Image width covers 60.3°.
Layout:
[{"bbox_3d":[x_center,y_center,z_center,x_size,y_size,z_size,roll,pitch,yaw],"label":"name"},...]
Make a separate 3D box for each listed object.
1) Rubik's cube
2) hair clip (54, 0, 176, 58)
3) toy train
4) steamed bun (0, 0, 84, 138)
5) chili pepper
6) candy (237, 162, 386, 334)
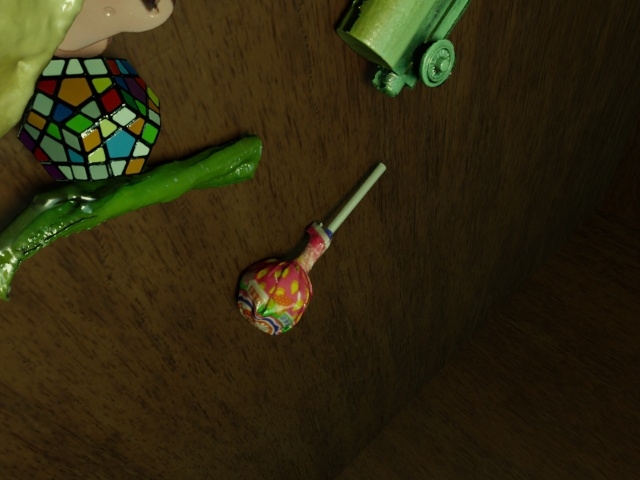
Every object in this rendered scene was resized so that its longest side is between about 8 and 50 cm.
[{"bbox_3d":[-0.218,-0.115,0.528,0.133,0.112,0.133,-34,146,-26],"label":"Rubik's cube"},{"bbox_3d":[-0.204,-0.236,0.506,0.138,0.102,0.123,-20,147,11],"label":"hair clip"},{"bbox_3d":[0.156,-0.351,0.758,0.308,0.126,0.189,-56,148,8],"label":"toy train"},{"bbox_3d":[-0.238,-0.246,0.318,0.428,0.189,0.247,-55,-169,17],"label":"steamed bun"},{"bbox_3d":[-0.206,-0.050,0.628,0.359,0.076,0.085,-32,168,-43],"label":"chili pepper"},{"bbox_3d":[0.000,0.000,0.944,0.365,0.124,0.124,-51,149,-14],"label":"candy"}]
